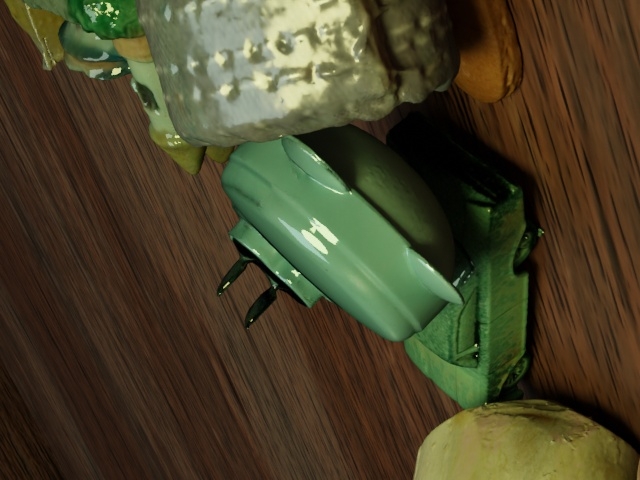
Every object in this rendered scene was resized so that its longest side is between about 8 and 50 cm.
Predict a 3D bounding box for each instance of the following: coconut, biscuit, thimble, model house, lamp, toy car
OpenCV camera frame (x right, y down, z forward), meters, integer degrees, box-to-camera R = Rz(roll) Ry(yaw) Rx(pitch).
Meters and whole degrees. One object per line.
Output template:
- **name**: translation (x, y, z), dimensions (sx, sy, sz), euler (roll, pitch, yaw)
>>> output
- **coconut**: translation (0.187, 0.248, 1.360), dimensions (0.241, 0.241, 0.241), euler (43, 155, 26)
- **biscuit**: translation (0.075, -0.196, 1.196), dimensions (0.192, 0.036, 0.186), euler (22, 142, 54)
- **thimble**: translation (-0.022, -0.171, 1.105), dimensions (0.236, 0.205, 0.172), euler (8, 120, 55)
- **model house**: translation (-0.164, -0.180, 1.493), dimensions (0.267, 0.194, 0.325), euler (34, 151, 40)
- **lamp**: translation (0.008, -0.009, 1.230), dimensions (0.209, 0.147, 0.284), euler (46, 155, -8)
- **toy car**: translation (0.116, 0.036, 1.352), dimensions (0.141, 0.097, 0.320), euler (40, 153, 34)

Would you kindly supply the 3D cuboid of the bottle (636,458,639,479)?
- **bottle**: translation (0.317, 0.235, 1.164), dimensions (0.297, 0.173, 0.206), euler (82, 177, -51)

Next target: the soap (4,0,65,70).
- **soap**: translation (-0.372, -0.351, 1.696), dimensions (0.339, 0.169, 0.304), euler (21, 130, 54)
